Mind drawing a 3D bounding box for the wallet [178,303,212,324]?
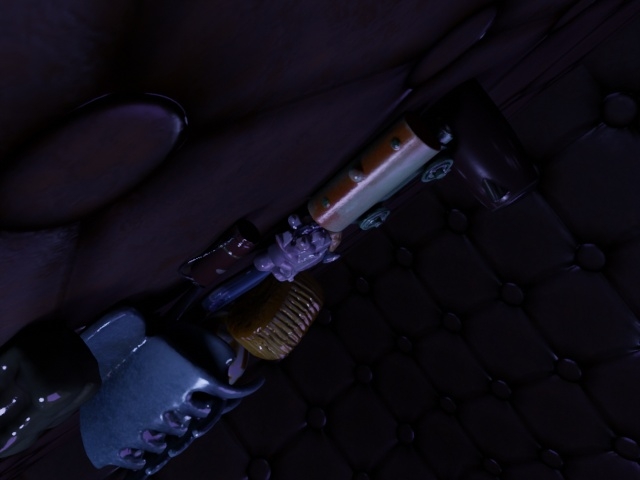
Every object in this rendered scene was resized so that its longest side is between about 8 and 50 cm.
[{"bbox_3d":[-0.365,0.230,1.236,0.230,0.042,0.124,-37,176,-43],"label":"wallet"}]

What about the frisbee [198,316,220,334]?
[{"bbox_3d":[-0.319,0.270,1.174,0.250,0.021,0.251,-40,-167,11],"label":"frisbee"}]

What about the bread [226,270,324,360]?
[{"bbox_3d":[-0.117,0.173,1.347,0.227,0.142,0.254,-4,-131,55],"label":"bread"}]

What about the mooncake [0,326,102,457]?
[{"bbox_3d":[-0.352,0.179,0.611,0.175,0.104,0.168,-44,165,35],"label":"mooncake"}]

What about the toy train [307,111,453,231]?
[{"bbox_3d":[0.103,-0.113,0.918,0.285,0.116,0.177,-38,162,31],"label":"toy train"}]

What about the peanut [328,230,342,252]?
[{"bbox_3d":[0.000,0.000,1.271,0.083,0.094,0.194,7,157,-14],"label":"peanut"}]

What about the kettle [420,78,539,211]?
[{"bbox_3d":[0.314,-0.172,0.997,0.144,0.232,0.202,-39,174,38],"label":"kettle"}]

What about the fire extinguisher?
[{"bbox_3d":[-0.163,0.027,0.794,0.157,0.045,0.078,-38,146,29],"label":"fire extinguisher"}]

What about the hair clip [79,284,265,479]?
[{"bbox_3d":[-0.291,0.249,0.885,0.318,0.238,0.392,-40,173,18],"label":"hair clip"}]

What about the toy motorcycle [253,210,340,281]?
[{"bbox_3d":[-0.058,0.022,1.085,0.170,0.110,0.260,-22,167,-9],"label":"toy motorcycle"}]

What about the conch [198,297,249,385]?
[{"bbox_3d":[-0.320,0.307,1.422,0.249,0.197,0.368,9,-145,41],"label":"conch"}]

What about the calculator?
[{"bbox_3d":[-0.196,0.108,1.260,0.210,0.039,0.121,-32,175,-41],"label":"calculator"}]
